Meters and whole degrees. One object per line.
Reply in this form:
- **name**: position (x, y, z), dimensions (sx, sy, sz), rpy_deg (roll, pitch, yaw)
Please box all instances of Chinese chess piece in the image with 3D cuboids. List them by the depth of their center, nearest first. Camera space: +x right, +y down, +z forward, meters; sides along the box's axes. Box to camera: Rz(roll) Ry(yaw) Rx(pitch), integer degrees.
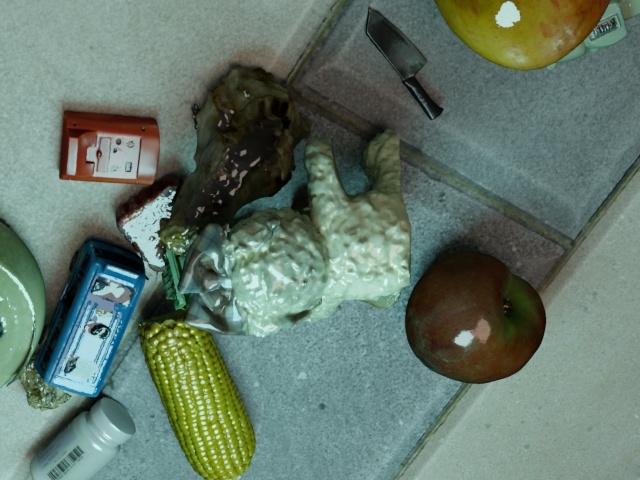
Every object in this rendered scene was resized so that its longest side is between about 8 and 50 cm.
- **Chinese chess piece**: position (-0.624, 0.110, 1.776), dimensions (0.349, 0.146, 0.349), rpy_deg (-6, 120, -11)

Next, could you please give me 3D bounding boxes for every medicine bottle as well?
- **medicine bottle**: position (-0.432, 0.379, 1.996), dimensions (0.186, 0.103, 0.103), rpy_deg (-44, 120, 10)

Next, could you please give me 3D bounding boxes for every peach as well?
- **peach**: position (0.275, 0.147, 1.994), dimensions (0.252, 0.252, 0.252), rpy_deg (-6, 119, -12)

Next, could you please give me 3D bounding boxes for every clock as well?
- **clock**: position (-0.339, -0.143, 1.767), dimensions (0.155, 0.061, 0.113), rpy_deg (2, 117, -18)

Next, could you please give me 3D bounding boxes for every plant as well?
- **plant**: position (-0.469, 0.240, 1.943), dimensions (0.122, 0.104, 0.116), rpy_deg (-25, 167, -36)

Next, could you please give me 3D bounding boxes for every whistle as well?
- **whistle**: position (0.455, -0.371, 1.833), dimensions (0.253, 0.106, 0.102), rpy_deg (-26, 152, 7)

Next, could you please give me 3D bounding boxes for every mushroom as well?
- **mushroom**: position (0.000, 0.000, 1.938), dimensions (0.060, 0.061, 0.187), rpy_deg (-31, 125, -3)

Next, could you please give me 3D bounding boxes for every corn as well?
- **corn**: position (-0.218, 0.282, 1.986), dimensions (0.144, 0.144, 0.387), rpy_deg (-18, 118, -5)

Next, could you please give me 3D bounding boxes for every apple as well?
- **apple**: position (0.316, -0.414, 1.671), dimensions (0.299, 0.299, 0.275), rpy_deg (-34, 136, 4)

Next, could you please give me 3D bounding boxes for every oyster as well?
- **oyster**: position (-0.150, -0.123, 1.752), dimensions (0.198, 0.133, 0.337), rpy_deg (38, 79, -9)

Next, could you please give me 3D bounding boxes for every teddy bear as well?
- **teddy bear**: position (-0.037, -0.011, 1.766), dimensions (0.362, 0.375, 0.327), rpy_deg (-2, 123, -2)

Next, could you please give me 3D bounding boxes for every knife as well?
- **knife**: position (0.143, -0.300, 1.836), dimensions (0.060, 0.028, 0.230), rpy_deg (-44, 117, -4)

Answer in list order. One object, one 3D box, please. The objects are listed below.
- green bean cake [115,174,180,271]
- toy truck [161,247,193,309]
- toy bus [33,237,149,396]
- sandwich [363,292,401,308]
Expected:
- **green bean cake**: position (-0.262, -0.030, 1.849), dimensions (0.135, 0.056, 0.136), rpy_deg (-34, 120, 2)
- **toy truck**: position (-0.154, 0.071, 1.871), dimensions (0.259, 0.128, 0.135), rpy_deg (-1, 156, -40)
- **toy bus**: position (-0.383, 0.129, 1.836), dimensions (0.113, 0.134, 0.246), rpy_deg (22, 94, -24)
- **sandwich**: position (0.108, 0.078, 2.018), dimensions (0.105, 0.036, 0.093), rpy_deg (29, 106, -27)
